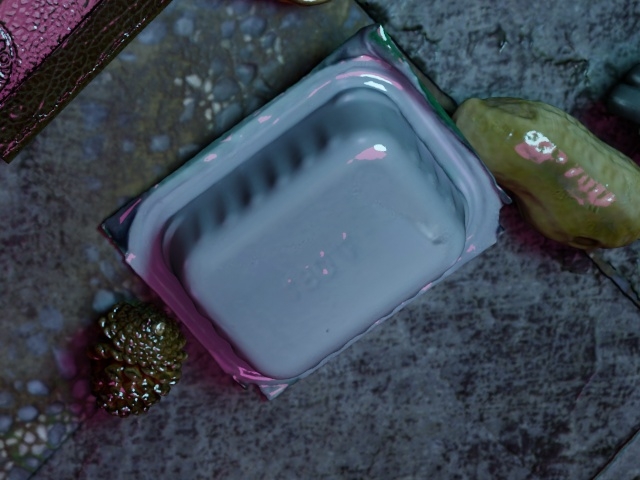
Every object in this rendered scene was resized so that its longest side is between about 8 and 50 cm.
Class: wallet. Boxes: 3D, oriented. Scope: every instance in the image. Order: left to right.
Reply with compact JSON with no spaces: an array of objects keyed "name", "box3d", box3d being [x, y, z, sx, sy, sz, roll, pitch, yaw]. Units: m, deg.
[{"name":"wallet","box3d":[-0.244,-0.198,1.330,0.243,0.039,0.133,-44,112,-1]}]

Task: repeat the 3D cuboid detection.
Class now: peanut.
[{"name":"peanut","box3d":[0.230,-0.068,1.477,0.236,0.120,0.110,28,68,-15]}]

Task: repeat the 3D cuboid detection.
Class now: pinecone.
[{"name":"pinecone","box3d":[-0.180,0.118,1.407,0.102,0.102,0.109,14,101,-20]}]

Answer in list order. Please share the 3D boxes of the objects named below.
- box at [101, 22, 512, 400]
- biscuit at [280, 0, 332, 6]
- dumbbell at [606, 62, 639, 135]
[{"name":"box","box3d":[0.000,0.000,1.393,0.337,0.106,0.264,-37,112,8]},{"name":"biscuit","box3d":[-0.033,-0.301,1.362,0.170,0.050,0.170,-2,97,-15]},{"name":"dumbbell","box3d":[0.417,-0.244,1.445,0.179,0.179,0.406,17,99,-21]}]
